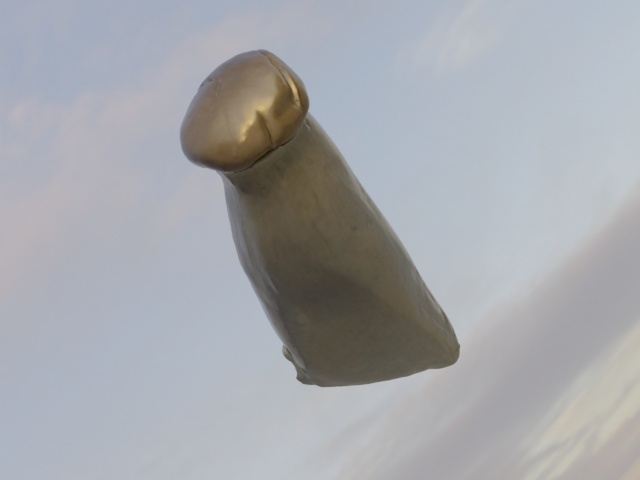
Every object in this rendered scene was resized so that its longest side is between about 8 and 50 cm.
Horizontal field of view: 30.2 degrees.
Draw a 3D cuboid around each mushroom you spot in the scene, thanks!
[{"bbox_3d":[-0.007,0.004,1.139,0.154,0.137,0.407,-15,-49,22],"label":"mushroom"}]
